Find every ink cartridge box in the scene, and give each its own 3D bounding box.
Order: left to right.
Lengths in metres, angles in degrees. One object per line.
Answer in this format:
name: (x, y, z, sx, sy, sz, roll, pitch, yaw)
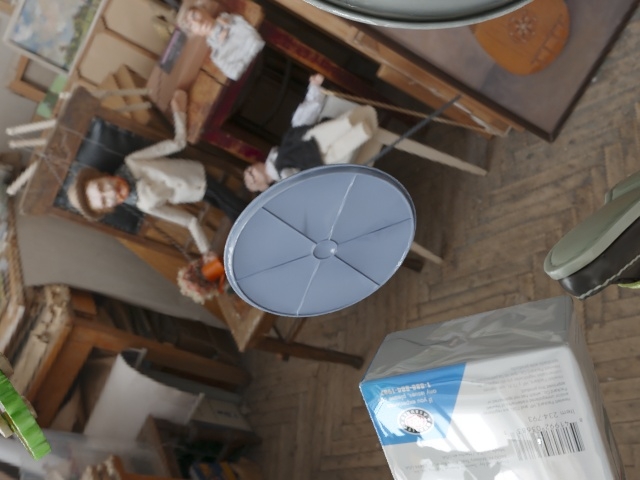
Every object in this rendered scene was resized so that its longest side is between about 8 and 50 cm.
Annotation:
ink cartridge box: (0.132, 0.166, 0.491, 0.134, 0.078, 0.231, -15, 103, 23)

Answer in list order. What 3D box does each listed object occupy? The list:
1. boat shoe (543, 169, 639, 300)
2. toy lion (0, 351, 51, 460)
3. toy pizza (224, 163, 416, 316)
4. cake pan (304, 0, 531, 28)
boat shoe: (0.246, -0.005, 0.567, 0.081, 0.227, 0.069, -34, 88, 45)
toy lion: (-0.243, 0.143, 0.596, 0.096, 0.034, 0.100, 36, 146, 34)
toy pizza: (0.000, 0.000, 0.750, 0.201, 0.201, 0.032, -51, 39, 24)
cake pan: (0.063, -0.287, 0.530, 0.054, 0.293, 0.293, 101, 173, -68)
